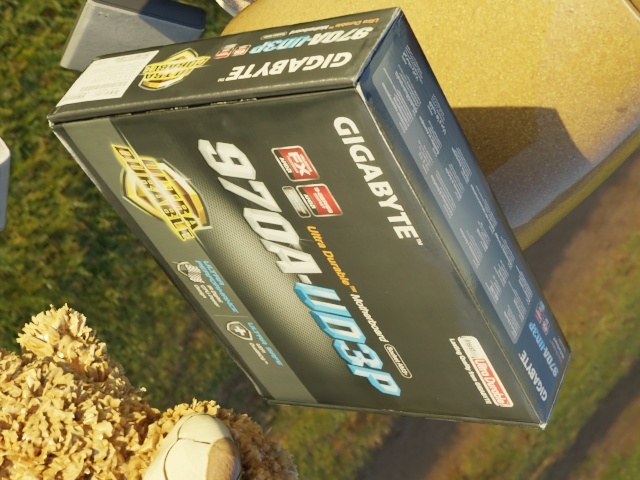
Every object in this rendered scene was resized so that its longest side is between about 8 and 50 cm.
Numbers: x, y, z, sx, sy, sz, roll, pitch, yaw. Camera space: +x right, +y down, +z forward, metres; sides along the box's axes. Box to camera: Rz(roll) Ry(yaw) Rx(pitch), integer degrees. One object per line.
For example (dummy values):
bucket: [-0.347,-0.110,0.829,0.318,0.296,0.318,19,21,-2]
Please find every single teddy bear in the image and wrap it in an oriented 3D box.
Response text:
teddy bear: [-0.173,0.122,0.678,0.245,0.338,0.113,-33,144,-62]

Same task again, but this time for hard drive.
hard drive: [-0.160,-0.169,0.971,0.094,0.135,0.022,11,73,-19]

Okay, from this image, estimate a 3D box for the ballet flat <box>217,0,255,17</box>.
ballet flat: [-0.096,-0.245,0.931,0.316,0.106,0.107,37,66,-19]

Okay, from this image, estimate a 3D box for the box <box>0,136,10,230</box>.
box: [-0.362,-0.047,0.987,0.148,0.127,0.232,-38,179,-22]

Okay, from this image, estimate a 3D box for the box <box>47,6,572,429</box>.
box: [0.000,0.000,0.549,0.220,0.175,0.051,58,46,-36]

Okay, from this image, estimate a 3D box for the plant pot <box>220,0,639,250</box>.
plant pot: [0.099,-0.103,0.674,0.237,0.237,0.254,-3,162,-40]
